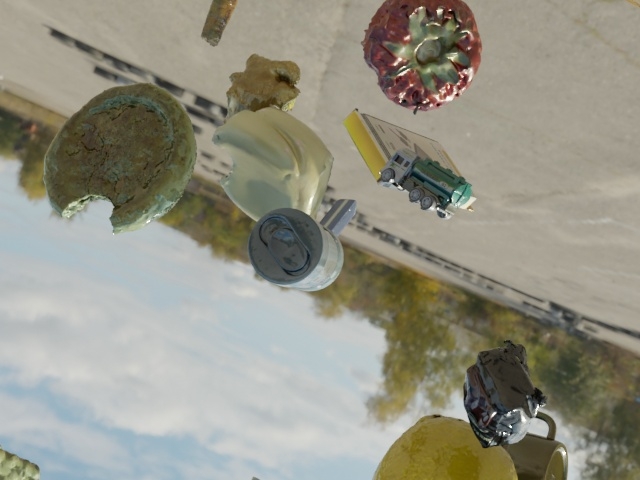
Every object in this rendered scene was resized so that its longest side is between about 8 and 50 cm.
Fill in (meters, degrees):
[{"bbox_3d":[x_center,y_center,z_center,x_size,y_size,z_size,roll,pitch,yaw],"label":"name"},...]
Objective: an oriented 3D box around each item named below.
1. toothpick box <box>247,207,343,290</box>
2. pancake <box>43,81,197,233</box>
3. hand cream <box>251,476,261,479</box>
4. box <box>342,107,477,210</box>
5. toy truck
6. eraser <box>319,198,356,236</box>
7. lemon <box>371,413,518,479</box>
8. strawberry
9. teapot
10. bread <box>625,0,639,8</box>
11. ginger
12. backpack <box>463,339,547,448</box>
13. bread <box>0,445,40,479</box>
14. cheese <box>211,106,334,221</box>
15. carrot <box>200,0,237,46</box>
[{"bbox_3d":[-0.030,0.016,1.104,0.101,0.101,0.153,23,178,14],"label":"toothpick box"},{"bbox_3d":[-0.297,-0.128,1.204,0.254,0.253,0.037,23,165,23],"label":"pancake"},{"bbox_3d":[-0.012,0.407,1.163,0.216,0.038,0.052,20,-150,12],"label":"hand cream"},{"bbox_3d":[0.146,-0.118,1.238,0.247,0.033,0.129,10,-137,-47],"label":"box"},{"bbox_3d":[0.095,-0.053,0.738,0.083,0.044,0.039,39,-169,37],"label":"toy truck"},{"bbox_3d":[0.000,0.000,1.785,0.036,0.225,0.082,34,161,14],"label":"eraser"},{"bbox_3d":[0.208,0.434,1.379,0.245,0.320,0.245,26,145,20],"label":"lemon"},{"bbox_3d":[0.060,-0.117,0.485,0.073,0.073,0.083,23,-153,-10],"label":"strawberry"},{"bbox_3d":[0.433,0.497,1.784,0.175,0.267,0.185,8,155,31],"label":"teapot"},{"bbox_3d":[0.374,-0.284,0.891,0.189,0.077,0.114,16,-178,-20],"label":"bread"},{"bbox_3d":[-0.124,-0.273,1.680,0.157,0.216,0.102,18,-168,9],"label":"ginger"},{"bbox_3d":[0.266,0.244,1.229,0.106,0.165,0.120,-8,-134,-13],"label":"backpack"},{"bbox_3d":[-0.599,0.472,1.159,0.264,0.395,0.239,-2,153,16],"label":"bread"},{"bbox_3d":[-0.093,-0.137,1.600,0.233,0.127,0.266,33,146,11],"label":"cheese"},{"bbox_3d":[-0.138,-0.371,1.210,0.042,0.170,0.042,21,-175,-2],"label":"carrot"}]
